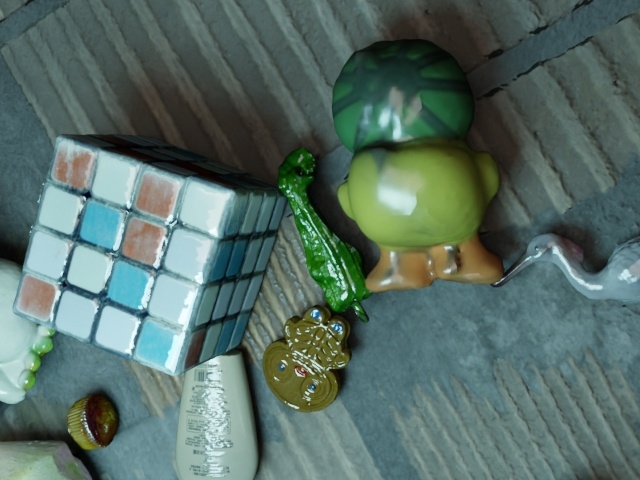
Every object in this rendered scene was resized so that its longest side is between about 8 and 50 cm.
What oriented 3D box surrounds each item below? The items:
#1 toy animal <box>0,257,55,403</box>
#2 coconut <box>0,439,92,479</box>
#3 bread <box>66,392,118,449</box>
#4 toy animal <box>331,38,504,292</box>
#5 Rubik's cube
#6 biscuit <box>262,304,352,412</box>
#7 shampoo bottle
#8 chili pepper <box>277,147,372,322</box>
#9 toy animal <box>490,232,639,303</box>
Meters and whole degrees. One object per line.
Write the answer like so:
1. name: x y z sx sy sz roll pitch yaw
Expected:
1. toy animal: -0.538 0.131 1.369 0.247 0.183 0.310 27 106 -23
2. coconut: -0.441 0.414 1.363 0.233 0.233 0.245 -31 87 14
3. bread: -0.342 0.276 1.391 0.053 0.085 0.085 -18 90 21
4. toy animal: 0.119 -0.098 1.186 0.216 0.191 0.338 -10 92 15
5. Rubik's cube: -0.222 0.008 1.248 0.253 0.256 0.259 21 100 12
6. biscuit: -0.020 0.172 1.305 0.124 0.026 0.175 29 118 11
7. shampoo bottle: -0.153 0.291 1.345 0.127 0.078 0.257 1 93 9
8. chili pepper: 0.005 -0.003 1.274 0.074 0.100 0.257 -29 92 -27
9. toy animal: 0.408 0.045 1.178 0.324 0.090 0.195 26 100 9
